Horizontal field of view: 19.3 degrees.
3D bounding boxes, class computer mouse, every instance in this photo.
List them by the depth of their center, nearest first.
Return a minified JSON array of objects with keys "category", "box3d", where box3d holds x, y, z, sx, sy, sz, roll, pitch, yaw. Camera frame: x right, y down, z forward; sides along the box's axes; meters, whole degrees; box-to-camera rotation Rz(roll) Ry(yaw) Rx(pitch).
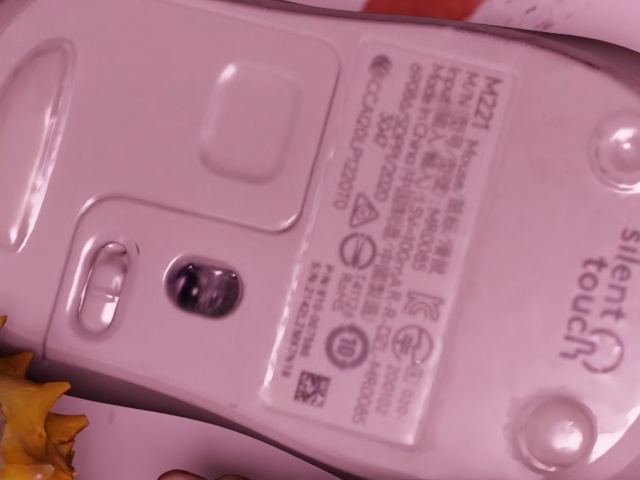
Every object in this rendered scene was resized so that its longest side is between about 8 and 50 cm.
[{"category":"computer mouse","box3d":[0.000,0.000,0.685,0.297,0.121,0.184,11,84,9]}]

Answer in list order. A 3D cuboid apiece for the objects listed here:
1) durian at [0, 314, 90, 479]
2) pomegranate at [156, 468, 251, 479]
[{"category":"durian","box3d":[-0.130,0.123,0.614,0.305,0.186,0.195,-127,51,-66]},{"category":"pomegranate","box3d":[0.020,0.159,0.587,0.214,0.214,0.248,-50,53,2]}]
